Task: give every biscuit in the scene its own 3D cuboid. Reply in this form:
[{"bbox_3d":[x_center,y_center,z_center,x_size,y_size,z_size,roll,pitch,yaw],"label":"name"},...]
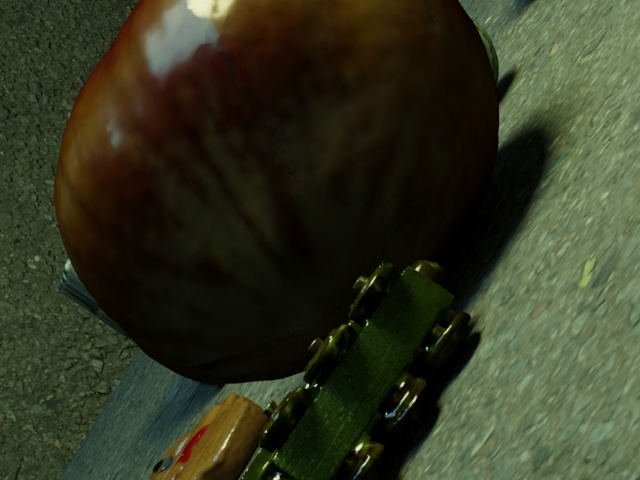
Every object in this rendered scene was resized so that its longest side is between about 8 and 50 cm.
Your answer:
[{"bbox_3d":[-0.148,0.256,1.666,0.202,0.047,0.334,-59,9,-33],"label":"biscuit"}]

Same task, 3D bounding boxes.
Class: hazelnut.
[{"bbox_3d":[-0.040,-0.065,1.307,0.409,0.359,0.359,-55,7,20],"label":"hazelnut"}]

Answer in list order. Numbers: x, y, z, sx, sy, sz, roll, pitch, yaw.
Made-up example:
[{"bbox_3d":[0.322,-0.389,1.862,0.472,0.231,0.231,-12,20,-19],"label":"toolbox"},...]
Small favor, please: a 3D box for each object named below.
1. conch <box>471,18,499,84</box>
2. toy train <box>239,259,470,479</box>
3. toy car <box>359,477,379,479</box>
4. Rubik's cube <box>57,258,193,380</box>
[{"bbox_3d":[0.131,-0.163,1.605,0.135,0.102,0.153,-67,-23,-13],"label":"conch"},{"bbox_3d":[0.021,0.115,1.099,0.225,0.090,0.137,-53,-5,-29],"label":"toy train"},{"bbox_3d":[0.020,0.198,0.861,0.073,0.054,0.143,-52,12,26],"label":"toy car"},{"bbox_3d":[-0.184,0.026,2.114,0.256,0.259,0.253,-55,6,-12],"label":"Rubik's cube"}]
